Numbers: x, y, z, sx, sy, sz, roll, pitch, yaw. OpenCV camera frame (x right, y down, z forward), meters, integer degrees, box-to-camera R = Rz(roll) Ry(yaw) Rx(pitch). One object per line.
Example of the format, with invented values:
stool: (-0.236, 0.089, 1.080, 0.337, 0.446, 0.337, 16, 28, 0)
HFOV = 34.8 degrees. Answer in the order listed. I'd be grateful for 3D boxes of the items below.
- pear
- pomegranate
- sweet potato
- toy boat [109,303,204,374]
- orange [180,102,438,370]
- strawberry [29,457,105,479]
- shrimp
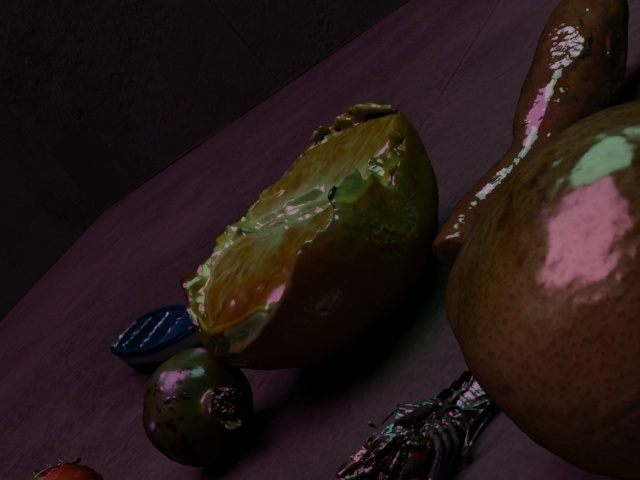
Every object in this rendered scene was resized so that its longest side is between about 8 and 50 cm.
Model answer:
pear: (0.188, 0.022, 0.601, 0.211, 0.188, 0.228, -52, 14, 9)
pomegranate: (-0.130, 0.175, 1.071, 0.130, 0.130, 0.130, -38, 16, 13)
sweet potato: (0.239, -0.122, 1.059, 0.109, 0.109, 0.385, -12, 44, 61)
toy boat: (-0.227, 0.149, 1.503, 0.096, 0.061, 0.299, -48, 16, -25)
orange: (0.008, 0.005, 1.085, 0.262, 0.196, 0.334, -48, 4, 39)
strawberry: (-0.286, 0.322, 1.122, 0.228, 0.098, 0.174, -6, 20, 45)
shrimp: (0.090, 0.149, 0.771, 0.174, 0.076, 0.082, -40, 55, -12)
